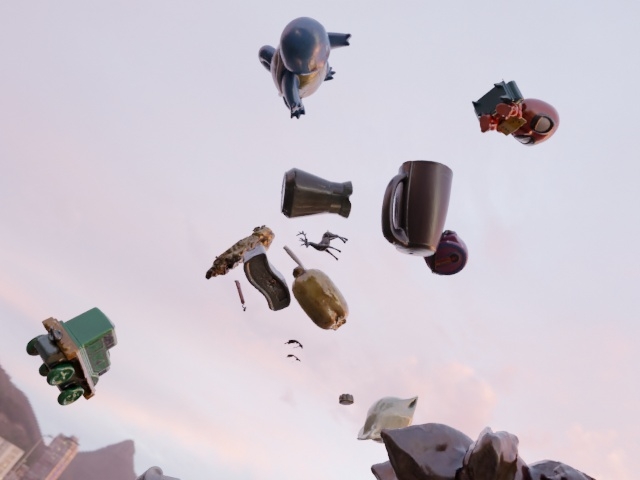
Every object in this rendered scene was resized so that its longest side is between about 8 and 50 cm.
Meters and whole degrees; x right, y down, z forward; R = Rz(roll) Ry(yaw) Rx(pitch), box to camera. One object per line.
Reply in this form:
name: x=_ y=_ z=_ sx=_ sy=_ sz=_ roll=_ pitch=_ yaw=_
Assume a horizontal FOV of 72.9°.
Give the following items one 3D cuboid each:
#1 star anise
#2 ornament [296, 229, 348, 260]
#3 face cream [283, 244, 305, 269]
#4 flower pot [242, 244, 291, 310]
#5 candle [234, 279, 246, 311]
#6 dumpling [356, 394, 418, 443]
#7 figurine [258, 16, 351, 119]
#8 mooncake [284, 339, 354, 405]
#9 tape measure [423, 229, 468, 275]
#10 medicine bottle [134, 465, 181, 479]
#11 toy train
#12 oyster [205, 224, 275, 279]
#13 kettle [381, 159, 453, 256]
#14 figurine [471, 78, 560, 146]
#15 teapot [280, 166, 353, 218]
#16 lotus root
star anise: x=0.195 y=0.305 z=0.491 sx=0.316 sy=0.108 sz=0.315 roll=16 pitch=-44 yaw=16
ornament: x=0.000 y=0.000 z=1.082 sx=0.125 sy=0.073 sz=0.028 roll=18 pitch=-33 yaw=11
face cream: x=-0.090 y=0.063 z=1.545 sx=0.115 sy=0.020 sz=0.038 roll=46 pitch=0 yaw=7
flower pot: x=-0.187 y=0.136 z=1.512 sx=0.103 sy=0.108 sz=0.229 roll=-32 pitch=-73 yaw=-3
candle: x=-0.344 y=0.240 z=1.883 sx=0.021 sy=0.167 sz=0.026 roll=-33 pitch=-39 yaw=8
dumpling: x=0.197 y=0.535 z=1.289 sx=0.124 sy=0.229 sz=0.151 roll=59 pitch=-26 yaw=24
figurine: x=-0.053 y=-0.541 z=1.343 sx=0.243 sy=0.298 sz=0.416 roll=48 pitch=-7 yaw=-23
mooncake: x=0.000 y=0.471 z=1.492 sx=0.151 sy=0.057 sz=0.346 roll=-16 pitch=-61 yaw=11
tape measure: x=0.339 y=0.033 z=1.183 sx=0.118 sy=0.074 sz=0.125 roll=-20 pitch=-71 yaw=23
medicine bottle: x=-0.363 y=0.542 z=0.937 sx=0.092 sy=0.061 sz=0.220 roll=23 pitch=-47 yaw=-12
toy train: x=-0.444 y=0.212 z=0.802 sx=0.091 sy=0.136 sz=0.227 roll=40 pitch=-38 yaw=22
oyster: x=-0.318 y=0.059 z=1.767 sx=0.079 sy=0.345 sz=0.128 roll=35 pitch=-33 yaw=32
kettle: x=0.243 y=-0.081 z=1.107 sx=0.202 sy=0.232 sz=0.144 roll=24 pitch=-22 yaw=-38
figurine: x=0.281 y=-0.177 z=0.617 sx=0.140 sy=0.074 sz=0.068 roll=5 pitch=-30 yaw=-32
teapot: x=-0.017 y=-0.143 z=1.447 sx=0.226 sy=0.170 sz=0.203 roll=6 pitch=-9 yaw=-10
lotus root: x=-0.006 y=0.212 z=1.640 sx=0.284 sy=0.160 sz=0.146 roll=52 pitch=-40 yaw=7
